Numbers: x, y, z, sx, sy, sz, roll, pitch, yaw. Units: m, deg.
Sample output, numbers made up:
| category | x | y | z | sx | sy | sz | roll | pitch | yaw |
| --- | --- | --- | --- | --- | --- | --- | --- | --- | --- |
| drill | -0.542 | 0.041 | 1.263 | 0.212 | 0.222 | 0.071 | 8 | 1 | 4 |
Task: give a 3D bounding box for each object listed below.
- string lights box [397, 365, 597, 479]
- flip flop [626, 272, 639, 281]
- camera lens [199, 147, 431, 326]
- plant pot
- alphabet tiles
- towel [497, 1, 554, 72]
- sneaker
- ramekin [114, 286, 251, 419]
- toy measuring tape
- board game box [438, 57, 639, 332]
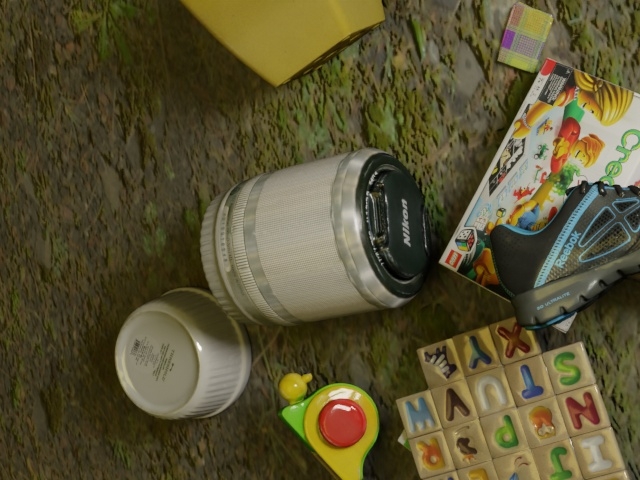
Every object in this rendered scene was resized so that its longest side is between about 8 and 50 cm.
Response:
| category | x | y | z | sx | sy | sz | roll | pitch | yaw |
| --- | --- | --- | --- | --- | --- | --- | --- | --- | --- |
| string lights box | 0.249 | 0.291 | 1.857 | 0.259 | 0.076 | 0.133 | 35 | 110 | 22 |
| flip flop | 0.414 | 0.018 | 1.726 | 0.277 | 0.112 | 0.080 | 12 | 87 | 34 |
| camera lens | 0.000 | 0.000 | 1.889 | 0.274 | 0.219 | 0.220 | -12 | 89 | 31 |
| plant pot | -0.034 | -0.336 | 1.894 | 0.212 | 0.212 | 0.187 | -33 | 91 | 29 |
| alphabet tiles | 0.253 | 0.282 | 1.803 | 0.285 | 0.011 | 0.343 | -21 | 84 | 29 |
| towel | 0.273 | -0.271 | 1.821 | 0.060 | 0.009 | 0.083 | 24 | 108 | 25 |
| sneaker | 0.359 | -0.024 | 1.590 | 0.340 | 0.125 | 0.140 | -27 | 80 | 8 |
| ramekin | -0.220 | 0.180 | 2.104 | 0.207 | 0.109 | 0.207 | 4 | 98 | 30 |
| toy measuring tape | 0.068 | 0.307 | 1.964 | 0.330 | 0.121 | 0.121 | 47 | 117 | -1 |
| board game box | 0.300 | -0.061 | 1.735 | 0.193 | 0.053 | 0.305 | 30 | 94 | 39 |
